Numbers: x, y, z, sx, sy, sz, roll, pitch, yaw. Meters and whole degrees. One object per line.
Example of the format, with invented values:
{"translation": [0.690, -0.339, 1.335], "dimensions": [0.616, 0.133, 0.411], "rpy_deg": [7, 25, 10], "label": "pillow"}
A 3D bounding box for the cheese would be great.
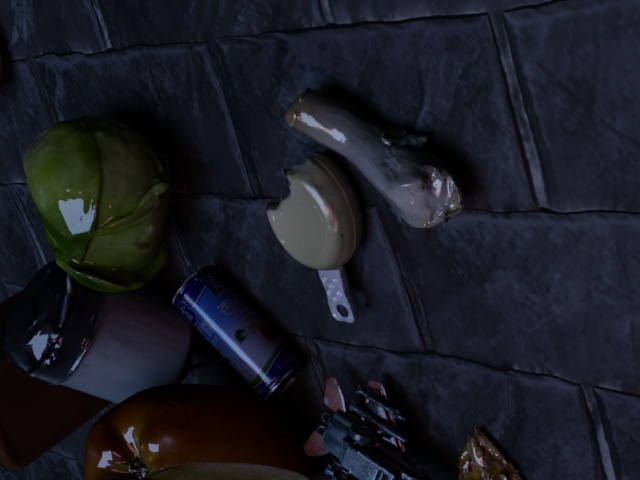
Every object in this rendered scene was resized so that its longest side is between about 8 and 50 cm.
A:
{"translation": [0.015, 0.002, 1.515], "dimensions": [0.163, 0.071, 0.249], "rpy_deg": [-23, 99, 52], "label": "cheese"}

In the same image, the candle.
{"translation": [-0.359, 0.178, 1.873], "dimensions": [0.342, 0.221, 0.221], "rpy_deg": [27, 153, -30], "label": "candle"}

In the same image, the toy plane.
{"translation": [0.103, 0.347, 1.597], "dimensions": [0.326, 0.104, 0.223], "rpy_deg": [37, 118, 40], "label": "toy plane"}

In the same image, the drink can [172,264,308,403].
{"translation": [-0.133, 0.154, 1.764], "dimensions": [0.235, 0.097, 0.097], "rpy_deg": [46, 141, 13], "label": "drink can"}

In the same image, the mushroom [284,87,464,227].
{"translation": [0.069, -0.109, 1.361], "dimensions": [0.278, 0.096, 0.099], "rpy_deg": [39, 138, 25], "label": "mushroom"}

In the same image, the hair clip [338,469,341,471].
{"translation": [0.061, 0.439, 1.780], "dimensions": [0.278, 0.090, 0.137], "rpy_deg": [-53, 42, 48], "label": "hair clip"}

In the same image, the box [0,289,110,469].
{"translation": [-0.598, 0.275, 2.147], "dimensions": [0.229, 0.339, 0.239], "rpy_deg": [6, 121, 40], "label": "box"}

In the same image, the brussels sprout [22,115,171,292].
{"translation": [-0.347, -0.064, 1.716], "dimensions": [0.294, 0.227, 0.259], "rpy_deg": [55, 147, 19], "label": "brussels sprout"}

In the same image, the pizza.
{"translation": [0.250, 0.392, 1.560], "dimensions": [0.147, 0.069, 0.226], "rpy_deg": [32, 138, 30], "label": "pizza"}

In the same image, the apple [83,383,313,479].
{"translation": [-0.210, 0.380, 1.780], "dimensions": [0.295, 0.328, 0.365], "rpy_deg": [34, 179, 40], "label": "apple"}

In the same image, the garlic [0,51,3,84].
{"translation": [-0.637, -0.337, 1.922], "dimensions": [0.115, 0.128, 0.206], "rpy_deg": [-102, 7, -64], "label": "garlic"}
